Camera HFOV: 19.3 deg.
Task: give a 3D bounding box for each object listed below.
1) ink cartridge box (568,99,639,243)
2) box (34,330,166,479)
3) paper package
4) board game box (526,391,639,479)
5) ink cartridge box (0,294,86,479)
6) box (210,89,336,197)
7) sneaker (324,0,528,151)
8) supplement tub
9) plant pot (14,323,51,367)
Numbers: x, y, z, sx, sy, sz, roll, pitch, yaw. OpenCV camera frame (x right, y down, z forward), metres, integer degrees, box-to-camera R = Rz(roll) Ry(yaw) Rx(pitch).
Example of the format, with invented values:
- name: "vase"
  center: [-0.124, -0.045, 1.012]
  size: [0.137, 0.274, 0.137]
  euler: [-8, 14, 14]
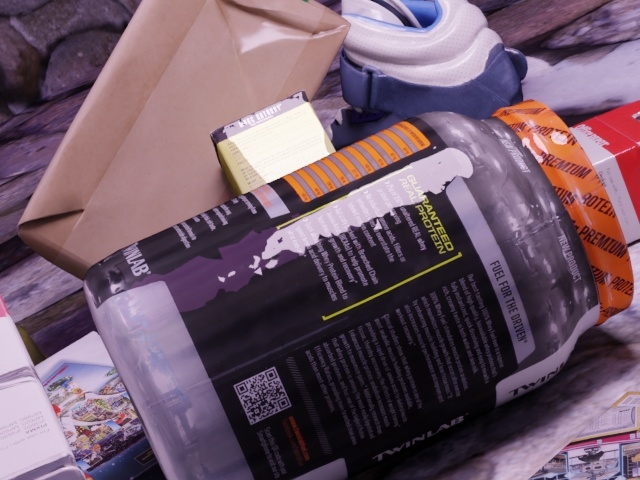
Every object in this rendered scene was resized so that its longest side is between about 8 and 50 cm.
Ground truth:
- name: "ink cartridge box"
  center: [0.195, -0.032, 1.545]
  size: [0.231, 0.078, 0.134]
  euler: [-23, 16, -1]
- name: "box"
  center: [-0.206, 0.169, 1.378]
  size: [0.233, 0.044, 0.159]
  euler: [-32, 44, -31]
- name: "paper package"
  center: [-0.130, -0.093, 1.687]
  size: [0.309, 0.168, 0.325]
  euler: [-62, 6, -3]
- name: "board game box"
  center: [0.216, 0.140, 0.997]
  size: [0.165, 0.042, 0.243]
  euler: [-34, 19, -36]
- name: "ink cartridge box"
  center: [-0.201, 0.154, 1.207]
  size: [0.092, 0.158, 0.218]
  euler: [-24, 34, -12]
- name: "box"
  center: [0.000, 0.000, 1.459]
  size: [0.087, 0.232, 0.058]
  euler: [-26, -26, -7]
- name: "sneaker"
  center: [0.045, -0.129, 1.785]
  size: [0.322, 0.236, 0.130]
  euler: [-10, 19, 38]
- name: "supplement tub"
  center: [0.027, 0.044, 1.278]
  size: [0.338, 0.207, 0.207]
  euler: [-24, 15, -7]
- name: "plant pot"
  center: [-0.412, 0.072, 1.724]
  size: [0.276, 0.254, 0.276]
  euler: [-22, 15, 6]
